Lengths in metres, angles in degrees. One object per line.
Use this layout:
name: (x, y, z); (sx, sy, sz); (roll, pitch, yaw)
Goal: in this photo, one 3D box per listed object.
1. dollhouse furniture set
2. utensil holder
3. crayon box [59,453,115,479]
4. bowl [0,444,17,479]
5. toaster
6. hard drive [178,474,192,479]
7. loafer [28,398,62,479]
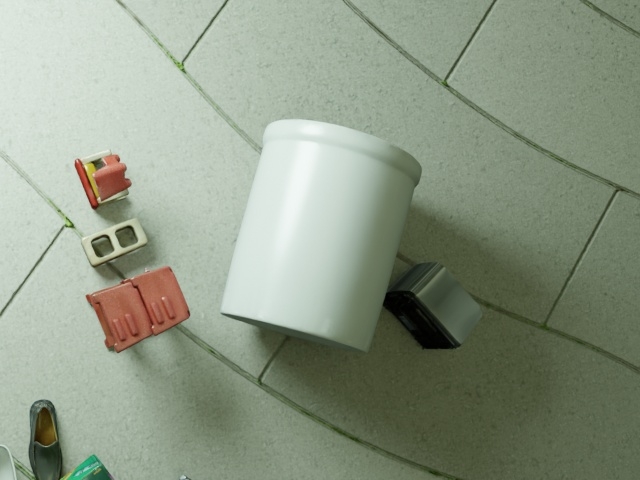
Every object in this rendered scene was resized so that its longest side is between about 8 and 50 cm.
dollhouse furniture set: (-0.398, 0.012, 1.753); (0.152, 0.201, 0.374); (-23, 91, -18)
utensil holder: (0.000, 0.000, 1.816); (0.328, 0.327, 0.385); (17, 81, -15)
crayon box: (-0.482, 0.554, 1.711); (0.278, 0.081, 0.165); (-37, 107, -18)
bowl: (-0.636, 0.453, 1.706); (0.142, 0.053, 0.142); (-7, 85, -17)
toaster: (0.227, 0.137, 1.950); (0.185, 0.168, 0.110); (47, 70, -8)
hard drive: (-0.276, 0.637, 1.709); (0.339, 0.237, 0.064); (-53, 140, -14)
loafer: (-0.523, 0.388, 1.743); (0.062, 0.061, 0.170); (-9, 87, -19)
